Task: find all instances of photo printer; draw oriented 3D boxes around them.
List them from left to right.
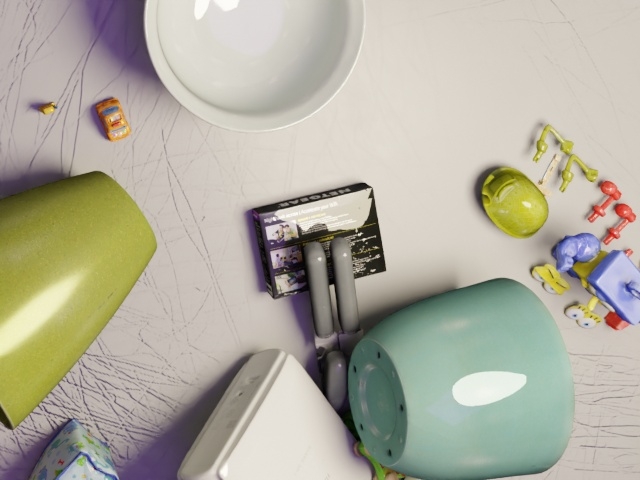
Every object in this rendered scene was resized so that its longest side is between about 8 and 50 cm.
[{"bbox_3d":[-0.045,0.351,1.687,0.307,0.107,0.256,56,43,-24],"label":"photo printer"}]

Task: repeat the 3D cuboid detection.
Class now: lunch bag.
[{"bbox_3d":[-0.364,0.349,1.641,0.151,0.129,0.096,-45,111,-3],"label":"lunch bag"}]

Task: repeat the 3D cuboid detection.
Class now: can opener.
[{"bbox_3d":[0.027,0.123,1.700,0.074,0.093,0.280,-10,124,-5],"label":"can opener"}]

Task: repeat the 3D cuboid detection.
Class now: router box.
[{"bbox_3d":[0.000,0.000,1.712,0.179,0.046,0.133,-13,107,-13],"label":"router box"}]

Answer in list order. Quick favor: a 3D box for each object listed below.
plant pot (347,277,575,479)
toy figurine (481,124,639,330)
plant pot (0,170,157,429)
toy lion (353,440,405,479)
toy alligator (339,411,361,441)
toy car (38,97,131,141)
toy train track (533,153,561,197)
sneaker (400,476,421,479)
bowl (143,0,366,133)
[{"bbox_3d":[0.181,0.211,1.670,0.235,0.293,0.293,-7,105,-25],"label":"plant pot"},{"bbox_3d":[0.430,0.016,1.747,0.191,0.217,0.362,-44,115,-1],"label":"toy figurine"},{"bbox_3d":[-0.367,0.048,1.517,0.293,0.275,0.275,-38,112,-22],"label":"plant pot"},{"bbox_3d":[0.105,0.320,1.759,0.096,0.034,0.100,-45,110,-40],"label":"toy lion"},{"bbox_3d":[0.069,0.290,1.806,0.189,0.056,0.051,39,45,-15],"label":"toy alligator"},{"bbox_3d":[-0.317,-0.159,1.578,0.122,0.040,0.060,-6,105,-16],"label":"toy car"},{"bbox_3d":[0.354,-0.095,1.816,0.048,0.014,0.083,25,94,-21],"label":"toy train track"},{"bbox_3d":[0.067,0.503,1.769,0.131,0.148,0.350,54,49,-41],"label":"sneaker"},{"bbox_3d":[-0.098,-0.298,1.562,0.297,0.134,0.298,-4,103,-16],"label":"bowl"}]
